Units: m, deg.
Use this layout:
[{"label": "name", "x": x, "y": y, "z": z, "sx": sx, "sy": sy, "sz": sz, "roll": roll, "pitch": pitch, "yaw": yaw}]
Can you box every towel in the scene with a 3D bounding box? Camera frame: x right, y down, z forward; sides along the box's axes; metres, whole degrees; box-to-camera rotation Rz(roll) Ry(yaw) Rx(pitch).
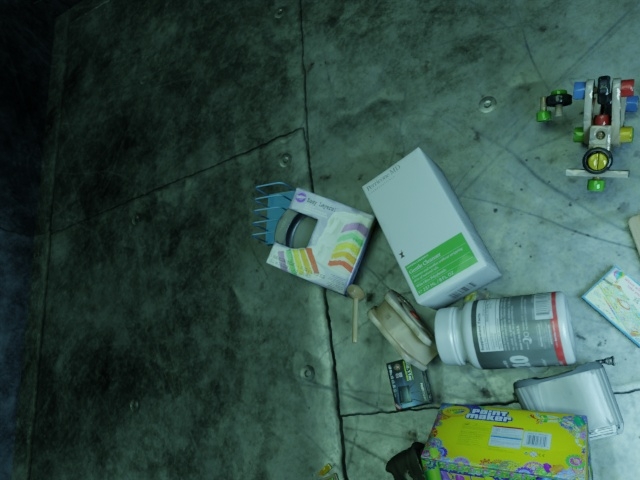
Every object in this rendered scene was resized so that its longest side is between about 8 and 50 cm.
[{"label": "towel", "x": 0.387, "y": 0.166, "z": 1.328, "sx": 0.060, "sy": 0.009, "sz": 0.083, "roll": 15, "pitch": 83, "yaw": 32}]

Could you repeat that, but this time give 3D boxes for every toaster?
[{"label": "toaster", "x": 0.536, "y": 0.346, "z": 1.121, "sx": 0.226, "sy": 0.129, "sz": 0.147, "roll": -22, "pitch": 69, "yaw": 21}]

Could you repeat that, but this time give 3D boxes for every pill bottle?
[{"label": "pill bottle", "x": 0.419, "y": 0.211, "z": 1.207, "sx": 0.283, "sy": 0.161, "sz": 0.162, "roll": -11, "pitch": 70, "yaw": 28}]

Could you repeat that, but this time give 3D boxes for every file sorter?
[{"label": "file sorter", "x": -0.143, "y": -0.084, "z": 1.657, "sx": 0.118, "sy": 0.104, "sz": 0.171, "roll": -7, "pitch": 73, "yaw": 29}]

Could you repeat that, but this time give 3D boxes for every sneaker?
[{"label": "sneaker", "x": 0.242, "y": 0.631, "z": 1.235, "sx": 0.130, "sy": 0.109, "sz": 0.287, "roll": -36, "pitch": 54, "yaw": 28}]

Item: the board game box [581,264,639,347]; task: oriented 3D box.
[{"label": "board game box", "x": 0.673, "y": 0.143, "z": 1.157, "sx": 0.103, "sy": 0.026, "sz": 0.154, "roll": -47, "pitch": 58, "yaw": 11}]

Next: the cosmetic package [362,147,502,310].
[{"label": "cosmetic package", "x": 0.279, "y": -0.028, "z": 1.360, "sx": 0.196, "sy": 0.155, "sz": 0.366, "roll": -35, "pitch": 60, "yaw": 21}]

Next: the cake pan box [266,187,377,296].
[{"label": "cake pan box", "x": 0.000, "y": 0.000, "z": 1.531, "sx": 0.266, "sy": 0.070, "sz": 0.246, "roll": 23, "pitch": 85, "yaw": 16}]

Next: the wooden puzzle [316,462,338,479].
[{"label": "wooden puzzle", "x": 0.022, "y": 0.660, "z": 1.394, "sx": 0.078, "sy": 0.014, "sz": 0.116, "roll": -39, "pitch": 60, "yaw": 15}]

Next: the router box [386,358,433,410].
[{"label": "router box", "x": 0.227, "y": 0.363, "z": 1.347, "sx": 0.092, "sy": 0.038, "sz": 0.123, "roll": -21, "pitch": 66, "yaw": 23}]

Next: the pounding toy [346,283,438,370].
[{"label": "pounding toy", "x": 0.175, "y": 0.226, "z": 1.349, "sx": 0.155, "sy": 0.154, "sz": 0.269, "roll": -47, "pitch": 59, "yaw": 11}]

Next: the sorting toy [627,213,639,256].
[{"label": "sorting toy", "x": 0.785, "y": 0.003, "z": 1.105, "sx": 0.208, "sy": 0.038, "sz": 0.193, "roll": -27, "pitch": 63, "yaw": 40}]

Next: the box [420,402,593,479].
[{"label": "box", "x": 0.384, "y": 0.503, "z": 1.057, "sx": 0.289, "sy": 0.177, "sz": 0.279, "roll": -3, "pitch": 111, "yaw": 29}]

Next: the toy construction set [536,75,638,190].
[{"label": "toy construction set", "x": 0.676, "y": -0.230, "z": 1.188, "sx": 0.308, "sy": 0.257, "sz": 0.238, "roll": 0, "pitch": 94, "yaw": 7}]
